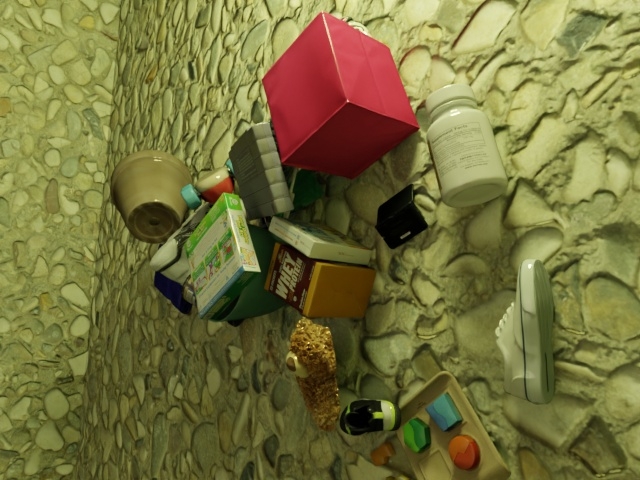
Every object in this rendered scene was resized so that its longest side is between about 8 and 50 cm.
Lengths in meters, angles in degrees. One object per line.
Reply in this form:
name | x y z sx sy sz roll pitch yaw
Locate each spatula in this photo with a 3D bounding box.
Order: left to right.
spatula | -0.071 -0.169 1.353 0.168 0.019 0.242 -122 47 -84

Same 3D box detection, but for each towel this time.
towel | -0.608 0.145 2.026 0.308 0.076 0.228 25 103 48

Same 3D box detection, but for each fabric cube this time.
fabric cube | 0.045 -0.339 1.211 0.254 0.259 0.258 -35 61 40

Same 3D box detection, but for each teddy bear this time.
teddy bear | -0.019 0.336 1.188 0.338 0.113 0.245 89 170 -62

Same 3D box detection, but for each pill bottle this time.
pill bottle | -0.347 0.195 1.637 0.219 0.122 0.123 29 108 19
pill bottle | 0.289 -0.194 1.002 0.131 0.131 0.229 -28 64 43

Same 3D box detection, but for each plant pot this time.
plant pot | -0.639 -0.144 1.875 0.323 0.323 0.280 -60 31 24
plant pot | -0.201 0.093 1.443 0.293 0.235 0.293 -10 76 47

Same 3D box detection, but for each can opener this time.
can opener | -0.184 -0.082 1.585 0.073 0.059 0.186 -36 59 41

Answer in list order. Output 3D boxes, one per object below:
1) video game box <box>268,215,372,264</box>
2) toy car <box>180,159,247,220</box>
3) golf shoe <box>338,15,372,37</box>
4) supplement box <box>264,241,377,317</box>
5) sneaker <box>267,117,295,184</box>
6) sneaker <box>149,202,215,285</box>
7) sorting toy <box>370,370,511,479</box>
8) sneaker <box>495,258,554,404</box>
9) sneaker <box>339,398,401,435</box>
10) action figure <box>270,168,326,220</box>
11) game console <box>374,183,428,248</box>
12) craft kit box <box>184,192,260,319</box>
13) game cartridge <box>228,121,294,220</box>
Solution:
video game box | 0.000 0.000 1.249 0.187 0.205 0.048 34 109 45
toy car | -0.320 -0.126 1.675 0.238 0.219 0.210 60 172 -17
golf shoe | 0.039 -0.476 1.358 0.120 0.105 0.273 50 121 32
supplement box | -0.003 0.100 1.246 0.194 0.191 0.129 24 102 49
sneaker | -0.113 -0.263 1.465 0.110 0.122 0.283 39 125 20
sneaker | -0.426 0.020 1.790 0.366 0.210 0.137 -50 21 -17
sorting toy | 0.226 0.457 1.043 0.307 0.041 0.229 -53 49 30
sneaker | 0.364 0.162 0.889 0.091 0.094 0.258 -3 83 44
sneaker | 0.090 0.407 1.142 0.234 0.097 0.084 -40 47 52
action figure | -0.078 -0.126 1.466 0.232 0.063 0.137 -40 58 33
game console | 0.196 -0.057 1.179 0.122 0.071 0.107 -37 88 41
craft kit box | -0.272 0.045 1.313 0.250 0.060 0.247 -43 56 36
game cartridge | -0.169 -0.176 1.330 0.355 0.068 0.230 179 78 -70
